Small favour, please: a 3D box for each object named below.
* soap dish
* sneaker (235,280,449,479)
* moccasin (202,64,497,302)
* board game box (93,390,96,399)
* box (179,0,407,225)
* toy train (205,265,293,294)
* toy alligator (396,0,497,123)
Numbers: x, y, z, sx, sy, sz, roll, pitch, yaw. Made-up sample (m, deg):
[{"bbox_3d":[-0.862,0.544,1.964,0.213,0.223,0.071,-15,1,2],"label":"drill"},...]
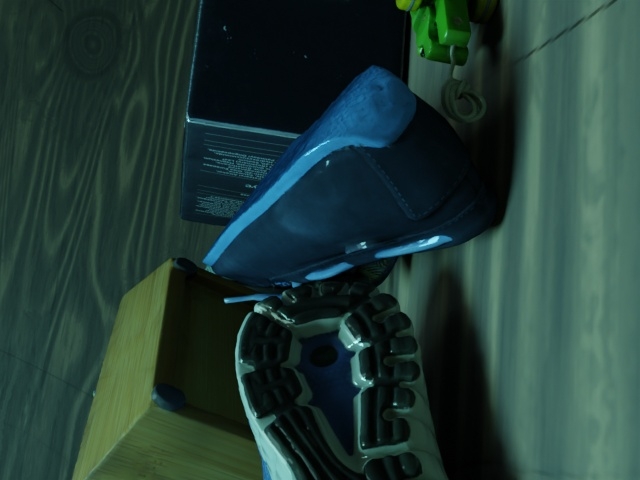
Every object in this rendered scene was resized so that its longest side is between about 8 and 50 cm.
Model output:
[{"bbox_3d":[-0.074,0.141,0.657,0.118,0.229,0.291,-60,18,18],"label":"soap dish"},{"bbox_3d":[0.030,0.177,0.382,0.330,0.130,0.147,-98,-1,-47],"label":"sneaker"},{"bbox_3d":[0.000,0.000,0.536,0.137,0.117,0.342,-54,9,-14],"label":"moccasin"},{"bbox_3d":[-0.138,0.341,0.785,0.233,0.078,0.347,-138,32,-65],"label":"board game box"},{"bbox_3d":[-0.037,-0.208,0.780,0.312,0.179,0.343,128,148,-73],"label":"box"},{"bbox_3d":[-0.079,0.151,0.906,0.190,0.142,0.333,179,97,-70],"label":"toy train"},{"bbox_3d":[0.073,-0.138,0.463,0.051,0.056,0.189,116,158,-61],"label":"toy alligator"}]
